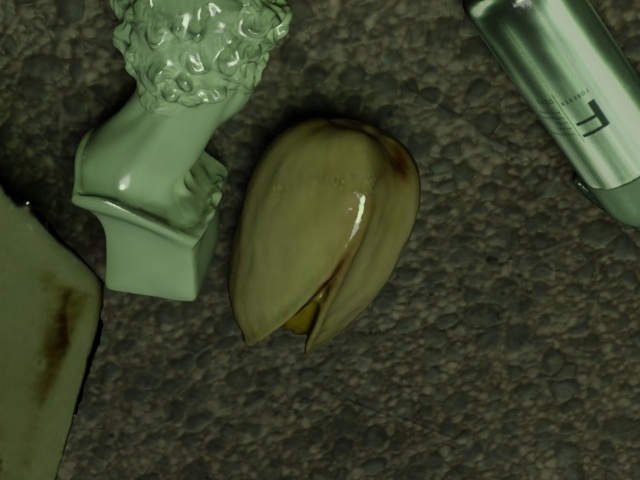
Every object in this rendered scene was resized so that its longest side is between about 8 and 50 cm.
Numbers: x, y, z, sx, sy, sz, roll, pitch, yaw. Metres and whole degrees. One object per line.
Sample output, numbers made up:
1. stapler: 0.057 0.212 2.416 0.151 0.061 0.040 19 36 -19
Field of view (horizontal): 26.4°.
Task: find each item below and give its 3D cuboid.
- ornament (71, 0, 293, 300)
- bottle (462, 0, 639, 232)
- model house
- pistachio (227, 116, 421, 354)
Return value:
1. ornament: -0.105 -0.083 0.949 0.120 0.130 0.285 17 118 -4
2. bottle: 0.194 -0.105 1.018 0.096 0.079 0.253 -10 132 44
3. model house: -0.339 0.081 0.948 0.282 0.297 0.317 -1 143 45
4. pistachio: 0.000 0.000 1.018 0.130 0.131 0.206 15 122 -9
